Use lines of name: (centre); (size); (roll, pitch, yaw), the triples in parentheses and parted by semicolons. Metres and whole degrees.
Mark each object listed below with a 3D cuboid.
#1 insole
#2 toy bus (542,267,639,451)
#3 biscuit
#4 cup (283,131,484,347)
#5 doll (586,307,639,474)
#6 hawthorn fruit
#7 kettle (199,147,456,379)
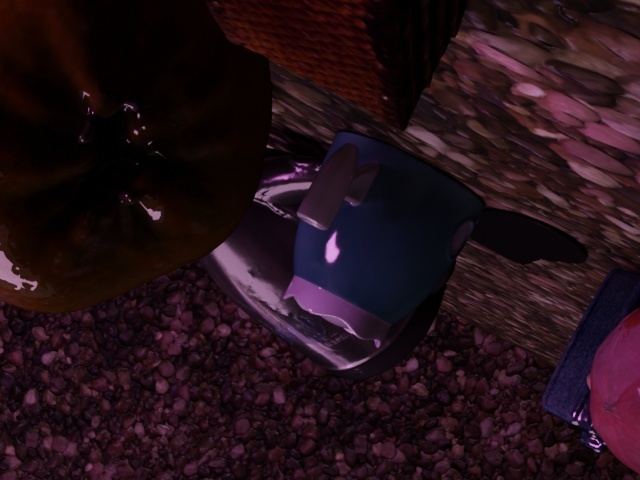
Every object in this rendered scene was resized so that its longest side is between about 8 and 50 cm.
insole: (0.208, 0.000, 1.141); (0.109, 0.007, 0.322); (29, 177, 1)
toy bus: (0.367, 0.159, 1.006); (0.323, 0.162, 0.194); (28, 180, -44)
biscuit: (0.002, -0.120, 0.442); (0.106, 0.070, 0.252); (28, 177, 8)
cup: (0.050, 0.006, 1.067); (0.167, 0.173, 0.299); (25, 175, 27)
doll: (0.307, 0.102, 0.703); (0.255, 0.152, 0.196); (13, 147, -11)
hawthorn fruit: (-0.190, -0.101, 0.770); (0.267, 0.268, 0.301); (30, 178, -36)
kettle: (0.000, 0.000, 1.326); (0.321, 0.228, 0.324); (-15, 141, 44)
